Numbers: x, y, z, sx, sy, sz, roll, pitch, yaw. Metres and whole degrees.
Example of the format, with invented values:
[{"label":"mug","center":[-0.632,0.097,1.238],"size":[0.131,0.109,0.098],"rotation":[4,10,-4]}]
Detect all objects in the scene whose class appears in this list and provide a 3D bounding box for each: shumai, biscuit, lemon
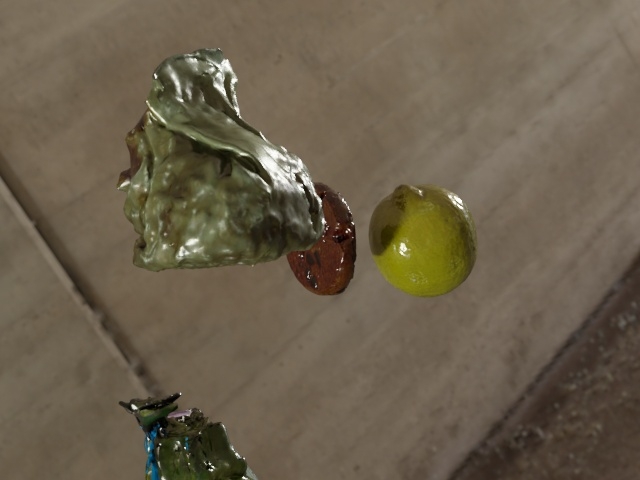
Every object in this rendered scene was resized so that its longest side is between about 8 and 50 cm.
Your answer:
[{"label":"shumai","center":[-0.150,-0.116,1.636],"size":[0.292,0.288,0.330],"rotation":[-3,9,5]},{"label":"biscuit","center":[0.000,0.000,1.935],"size":[0.049,0.192,0.192],"rotation":[-4,-5,-30]},{"label":"lemon","center":[0.178,0.007,2.047],"size":[0.184,0.248,0.184],"rotation":[-14,44,14]}]

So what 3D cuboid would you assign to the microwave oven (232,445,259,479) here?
[{"label":"microwave oven","center":[-0.160,0.349,1.355],"size":[0.208,0.122,0.162],"rotation":[-35,10,9]}]

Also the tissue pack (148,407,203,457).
[{"label":"tissue pack","center":[-0.222,0.449,2.114],"size":[0.122,0.259,0.361],"rotation":[-9,-17,0]}]

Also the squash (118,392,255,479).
[{"label":"squash","center":[-0.021,0.226,0.609],"size":[0.087,0.331,0.087],"rotation":[-19,6,2]}]
